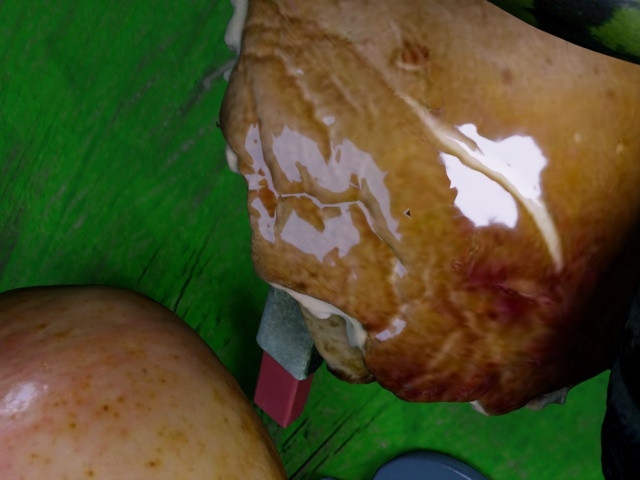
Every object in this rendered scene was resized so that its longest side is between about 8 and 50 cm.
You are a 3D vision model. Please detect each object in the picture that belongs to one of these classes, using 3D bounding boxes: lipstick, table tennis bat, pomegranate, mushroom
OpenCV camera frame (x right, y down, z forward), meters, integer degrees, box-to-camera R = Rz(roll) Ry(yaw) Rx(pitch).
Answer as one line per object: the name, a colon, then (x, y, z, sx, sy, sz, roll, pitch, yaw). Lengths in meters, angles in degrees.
lipstick: (0.000, 0.000, 0.768, 0.051, 0.051, 0.312, 34, 133, 20)
table tennis bat: (0.062, 0.176, 0.837, 0.155, 0.019, 0.100, 5, 116, 38)
pomegranate: (-0.178, 0.203, 0.848, 0.338, 0.338, 0.338, 21, 126, 32)
mushroom: (0.024, -0.016, 0.593, 0.233, 0.208, 0.301, 45, 126, -10)

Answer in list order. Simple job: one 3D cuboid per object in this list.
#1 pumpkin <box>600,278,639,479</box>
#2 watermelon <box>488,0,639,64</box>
pumpkin: (0.217, 0.047, 0.498, 0.248, 0.248, 0.248, 21, 126, 32)
watermelon: (0.141, -0.187, 0.376, 0.285, 0.285, 0.285, 21, 126, 32)
